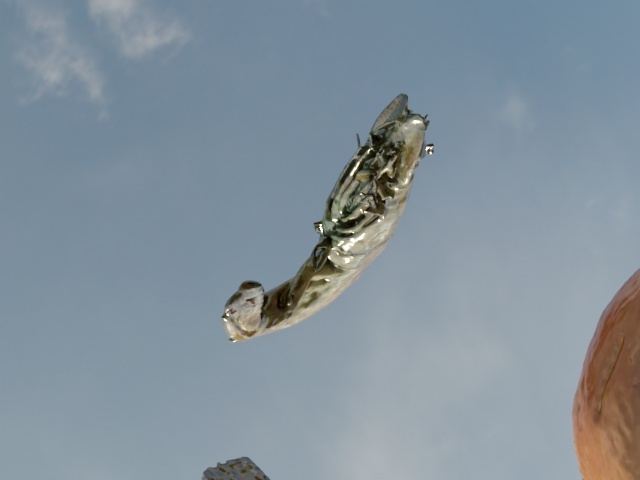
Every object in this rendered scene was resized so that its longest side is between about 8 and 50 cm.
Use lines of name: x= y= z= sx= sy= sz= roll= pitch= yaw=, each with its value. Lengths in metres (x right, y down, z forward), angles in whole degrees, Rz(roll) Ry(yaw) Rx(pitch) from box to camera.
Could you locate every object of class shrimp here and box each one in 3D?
shrimp: x=0.000 y=0.000 z=0.790 sx=0.169 sy=0.296 sz=0.058 roll=-35 pitch=-106 yaw=-23

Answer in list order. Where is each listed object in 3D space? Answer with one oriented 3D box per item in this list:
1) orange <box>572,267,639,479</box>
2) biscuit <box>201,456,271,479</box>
orange: x=0.227 y=0.089 z=0.502 sx=0.170 sy=0.224 sz=0.224 roll=30 pitch=-113 yaw=-53
biscuit: x=-0.049 y=0.358 z=1.195 sx=0.070 sy=0.252 sz=0.106 roll=-14 pitch=-55 yaw=-35
